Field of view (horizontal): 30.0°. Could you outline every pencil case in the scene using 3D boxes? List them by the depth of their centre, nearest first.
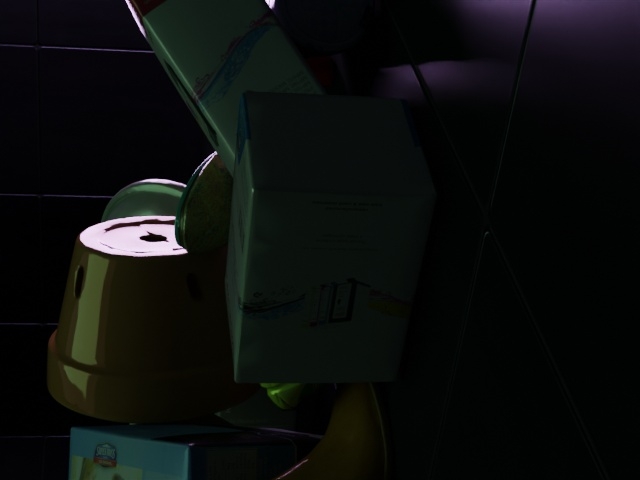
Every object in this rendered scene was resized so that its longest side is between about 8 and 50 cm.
[{"bbox_3d":[-0.014,-0.282,1.435,0.273,0.113,0.124,-152,81,-78],"label":"pencil case"}]

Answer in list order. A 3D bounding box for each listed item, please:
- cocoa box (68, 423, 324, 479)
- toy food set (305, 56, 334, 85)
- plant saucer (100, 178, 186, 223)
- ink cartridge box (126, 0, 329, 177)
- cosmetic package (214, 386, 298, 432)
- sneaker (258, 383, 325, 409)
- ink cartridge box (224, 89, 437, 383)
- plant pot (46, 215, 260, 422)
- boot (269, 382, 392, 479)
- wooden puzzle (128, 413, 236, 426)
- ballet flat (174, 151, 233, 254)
[{"bbox_3d":[-0.136,0.337,1.408,0.347,0.228,0.231,-8,79,57],"label":"cocoa box"},{"bbox_3d":[-0.040,-0.183,1.587,0.111,0.104,0.232,102,165,-47],"label":"toy food set"},{"bbox_3d":[-0.233,0.099,1.941,0.100,0.400,0.400,-40,-30,-42],"label":"plant saucer"},{"bbox_3d":[-0.093,-0.183,1.357,0.306,0.131,0.226,59,176,8],"label":"ink cartridge box"},{"bbox_3d":[-0.096,0.189,1.816,0.107,0.127,0.238,-112,23,-60],"label":"cosmetic package"},{"bbox_3d":[0.005,0.087,1.366,0.109,0.123,0.295,58,-161,-20],"label":"sneaker"},{"bbox_3d":[0.000,0.000,1.161,0.171,0.168,0.232,-101,15,-51],"label":"ink cartridge box"},{"bbox_3d":[-0.217,0.089,1.583,0.291,0.291,0.203,-120,30,-71],"label":"plant pot"},{"bbox_3d":[-0.036,0.262,1.217,0.104,0.211,0.295,110,159,-60],"label":"boot"},{"bbox_3d":[-0.182,0.404,1.659,0.080,0.348,0.322,11,70,43],"label":"wooden puzzle"},{"bbox_3d":[-0.090,-0.074,1.553,0.348,0.123,0.123,-63,-20,-67],"label":"ballet flat"}]
